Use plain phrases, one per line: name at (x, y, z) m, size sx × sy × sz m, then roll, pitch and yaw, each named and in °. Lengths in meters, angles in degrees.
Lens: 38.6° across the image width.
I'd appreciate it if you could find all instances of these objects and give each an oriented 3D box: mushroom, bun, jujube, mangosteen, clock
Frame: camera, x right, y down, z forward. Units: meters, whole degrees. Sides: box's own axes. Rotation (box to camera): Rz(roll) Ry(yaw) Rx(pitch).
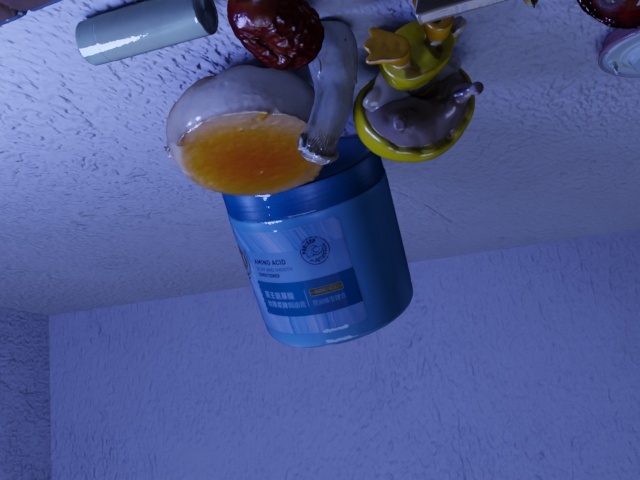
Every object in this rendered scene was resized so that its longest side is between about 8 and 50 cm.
mushroom at (0.012, -0.231, 1.444) m, size 0.092 × 0.223 × 0.081 m, roll 3°, pitch -179°, yaw 22°
bun at (-0.125, -0.209, 1.595) m, size 0.299 × 0.164 × 0.299 m, roll -4°, pitch 151°, yaw -2°
jujube at (-0.064, -0.310, 1.310) m, size 0.112 × 0.109 × 0.176 m, roll -43°, pitch 154°, yaw 9°
mangosteen at (0.422, -0.362, 1.195) m, size 0.180 × 0.166 × 0.166 m, roll -26°, pitch 177°, yaw -27°
clock at (0.603, -0.333, 1.571) m, size 0.245 × 0.056 × 0.244 m, roll -5°, pitch 167°, yaw -1°

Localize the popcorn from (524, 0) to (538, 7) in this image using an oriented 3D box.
popcorn at (0.297, -0.363, 1.277) m, size 0.084 × 0.084 × 0.084 m, roll -5°, pitch 167°, yaw -1°

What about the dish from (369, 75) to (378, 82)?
dish at (0.159, -0.275, 1.686) m, size 0.137 × 0.039 × 0.091 m, roll -4°, pitch 167°, yaw 0°

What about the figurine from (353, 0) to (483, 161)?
figurine at (0.150, -0.256, 1.498) m, size 0.215 × 0.187 × 0.343 m, roll -20°, pitch 160°, yaw 1°

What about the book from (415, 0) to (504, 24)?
book at (0.267, -0.355, 1.056) m, size 0.311 × 0.216 × 0.021 m, roll -10°, pitch 133°, yaw 23°

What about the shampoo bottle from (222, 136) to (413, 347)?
shampoo bottle at (0.000, 0.000, 1.883) m, size 0.331 × 0.342 × 0.331 m, roll -14°, pitch -160°, yaw 5°

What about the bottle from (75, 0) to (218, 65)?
bottle at (-0.252, -0.309, 1.321) m, size 0.202 × 0.072 × 0.072 m, roll -10°, pitch 166°, yaw 22°

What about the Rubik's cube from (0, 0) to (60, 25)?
Rubik's cube at (-0.313, -0.346, 0.803) m, size 0.225 × 0.230 × 0.221 m, roll -11°, pitch 165°, yaw 30°
